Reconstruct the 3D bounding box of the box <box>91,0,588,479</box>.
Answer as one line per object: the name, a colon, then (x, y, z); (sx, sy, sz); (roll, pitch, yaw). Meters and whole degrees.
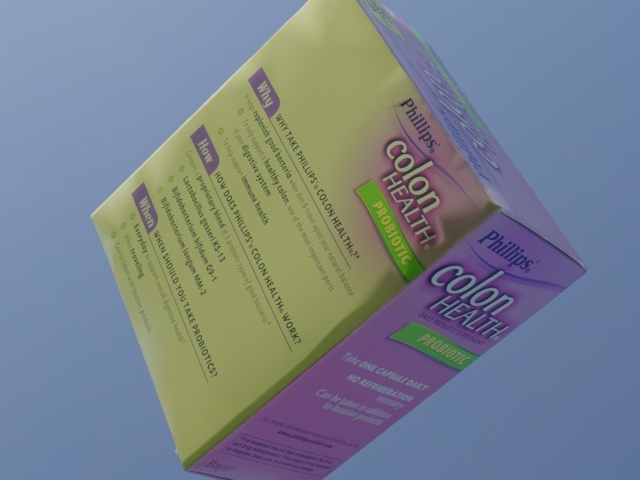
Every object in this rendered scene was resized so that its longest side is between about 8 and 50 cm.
box: (0.000, 0.000, 0.718); (0.243, 0.117, 0.213); (-42, -128, 18)
